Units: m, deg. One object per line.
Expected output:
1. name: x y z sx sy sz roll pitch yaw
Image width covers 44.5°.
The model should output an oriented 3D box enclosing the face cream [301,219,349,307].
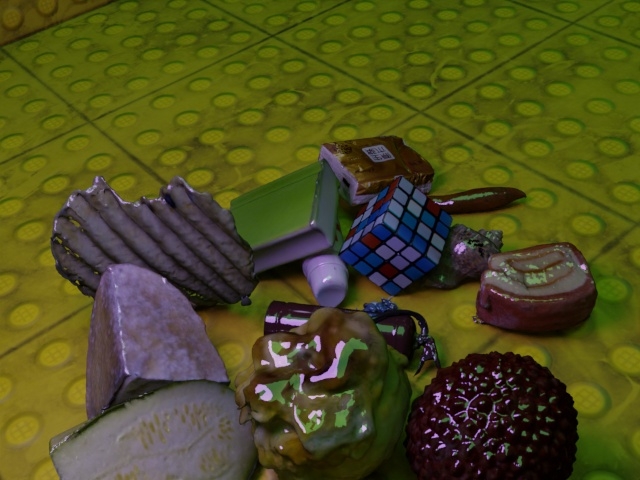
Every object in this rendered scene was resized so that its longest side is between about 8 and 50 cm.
1. face cream: 0.000 0.000 1.699 0.101 0.102 0.346 -9 40 -3

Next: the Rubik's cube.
1. Rubik's cube: 0.156 -0.008 1.606 0.151 0.154 0.155 38 47 -10

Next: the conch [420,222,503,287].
1. conch: 0.293 0.036 1.643 0.207 0.130 0.155 -37 11 0

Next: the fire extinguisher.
1. fire extinguisher: 0.064 0.192 1.487 0.341 0.105 0.142 6 83 13

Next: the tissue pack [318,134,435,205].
1. tissue pack: 0.130 -0.167 1.841 0.226 0.092 0.183 -12 44 -27

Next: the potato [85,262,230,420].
1. potato: -0.316 0.203 1.440 0.211 0.189 0.265 4 52 -33

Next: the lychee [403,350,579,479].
1. lychee: 0.261 0.314 1.219 0.264 0.300 0.264 20 10 -4

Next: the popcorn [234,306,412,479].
1. popcorn: 0.004 0.259 1.280 0.311 0.312 0.312 -4 42 3

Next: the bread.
1. bread: 0.415 0.095 1.522 0.244 0.123 0.190 -13 44 -5

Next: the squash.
1. squash: -0.237 0.355 1.260 0.308 0.210 0.234 -24 79 -13

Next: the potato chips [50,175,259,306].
1. potato chips: -0.300 0.039 1.494 0.372 0.389 0.097 -6 48 11

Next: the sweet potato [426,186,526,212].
1. sweet potato: 0.337 -0.091 1.789 0.264 0.057 0.057 -6 42 4

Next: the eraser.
1. eraser: -0.088 -0.045 1.671 0.274 0.092 0.210 -22 41 31

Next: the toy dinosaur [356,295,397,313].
1. toy dinosaur: 0.115 0.139 1.580 0.083 0.031 0.047 -18 42 -13
